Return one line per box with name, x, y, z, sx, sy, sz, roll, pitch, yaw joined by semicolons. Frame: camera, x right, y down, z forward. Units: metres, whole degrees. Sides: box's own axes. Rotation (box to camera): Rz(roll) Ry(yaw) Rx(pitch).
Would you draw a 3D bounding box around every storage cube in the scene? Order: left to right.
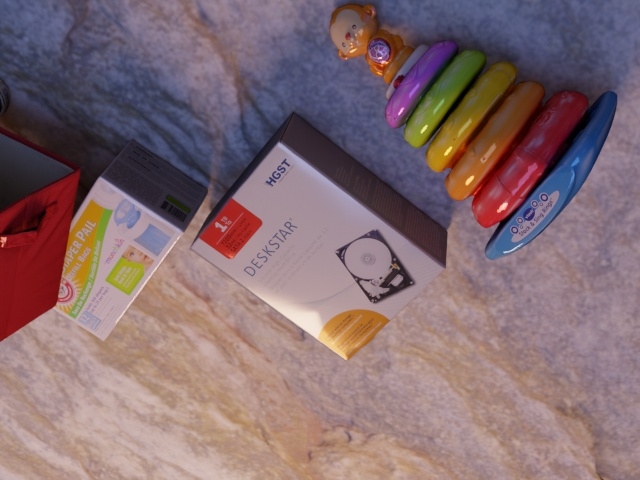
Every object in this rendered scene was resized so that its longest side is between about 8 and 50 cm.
storage cube;-0.391;-0.003;0.915;0.215;0.184;0.193;26;121;10

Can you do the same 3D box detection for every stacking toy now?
stacking toy;0.130;-0.141;0.882;0.302;0.166;0.175;38;130;4

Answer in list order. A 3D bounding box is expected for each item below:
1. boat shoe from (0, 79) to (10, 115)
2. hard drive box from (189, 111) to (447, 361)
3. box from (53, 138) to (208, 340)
boat shoe;-0.473;-0.169;1.000;0.219;0.070;0.078;6;121;7
hard drive box;0.000;0.000;1.003;0.232;0.089;0.181;36;119;-11
box;-0.241;0.002;1.038;0.114;0.103;0.203;34;120;-10
